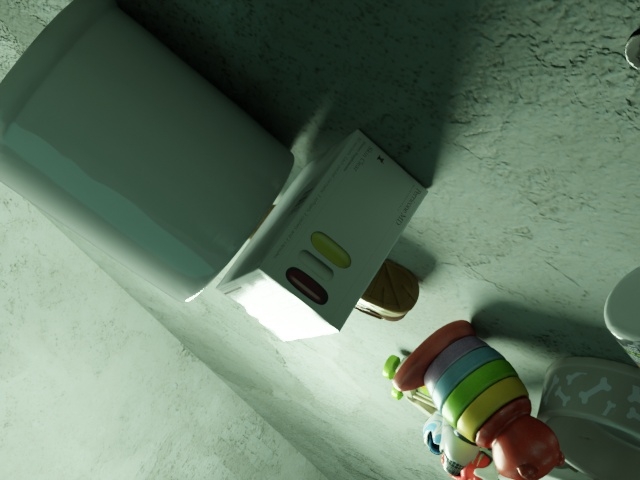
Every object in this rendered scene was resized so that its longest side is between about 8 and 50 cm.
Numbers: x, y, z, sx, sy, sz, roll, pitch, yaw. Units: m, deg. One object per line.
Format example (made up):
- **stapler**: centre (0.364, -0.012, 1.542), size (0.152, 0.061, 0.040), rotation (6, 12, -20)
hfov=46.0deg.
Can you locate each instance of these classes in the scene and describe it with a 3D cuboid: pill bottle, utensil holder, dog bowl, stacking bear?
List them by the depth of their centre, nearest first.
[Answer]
- **pill bottle**: centre (0.475, 0.145, 0.953), size (0.245, 0.130, 0.130), rotation (45, 155, -24)
- **utensil holder**: centre (-0.279, -0.134, 1.169), size (0.385, 0.327, 0.327), rotation (37, 157, -15)
- **dog bowl**: centre (0.533, 0.341, 1.295), size (0.349, 0.102, 0.349), rotation (27, 156, 14)
- **stacking bear**: centre (0.293, 0.293, 1.315), size (0.289, 0.175, 0.164), rotation (49, 126, 34)

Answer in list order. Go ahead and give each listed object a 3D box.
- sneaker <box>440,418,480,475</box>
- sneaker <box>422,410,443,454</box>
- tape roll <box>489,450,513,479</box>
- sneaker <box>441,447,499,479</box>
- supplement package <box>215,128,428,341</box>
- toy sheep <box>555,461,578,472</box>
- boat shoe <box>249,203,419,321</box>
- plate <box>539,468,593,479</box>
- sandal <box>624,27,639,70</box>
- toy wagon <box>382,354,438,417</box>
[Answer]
- **sneaker**: centre (0.268, 0.376, 1.474), size (0.090, 0.095, 0.235), rotation (23, -173, 10)
- **sneaker**: centre (0.264, 0.448, 1.706), size (0.085, 0.086, 0.237), rotation (26, 158, 14)
- **tape roll**: centre (0.520, 0.659, 1.933), size (0.286, 0.100, 0.286), rotation (28, 156, 14)
- **sneaker**: centre (0.350, 0.537, 1.842), size (0.118, 0.107, 0.279), rotation (12, 170, -4)
- **supplement package**: centre (0.000, 0.000, 1.124), size (0.145, 0.262, 0.204), rotation (39, 156, -13)
- **toy sheep**: centre (0.487, 0.422, 1.527), size (0.091, 0.091, 0.132), rotation (35, -179, -3)
- **boat shoe**: centre (0.015, 0.053, 1.399), size (0.342, 0.123, 0.123), rotation (25, 155, 5)
- **plate**: centre (0.541, 0.497, 1.505), size (0.278, 0.045, 0.277), rotation (10, 175, 41)
- **sandal**: centre (0.354, -0.144, 0.661), size (0.179, 0.040, 0.067), rotation (20, 153, 30)
- **toy wagon**: centre (0.288, 0.376, 1.729), size (0.267, 0.068, 0.344), rotation (21, 155, 28)
